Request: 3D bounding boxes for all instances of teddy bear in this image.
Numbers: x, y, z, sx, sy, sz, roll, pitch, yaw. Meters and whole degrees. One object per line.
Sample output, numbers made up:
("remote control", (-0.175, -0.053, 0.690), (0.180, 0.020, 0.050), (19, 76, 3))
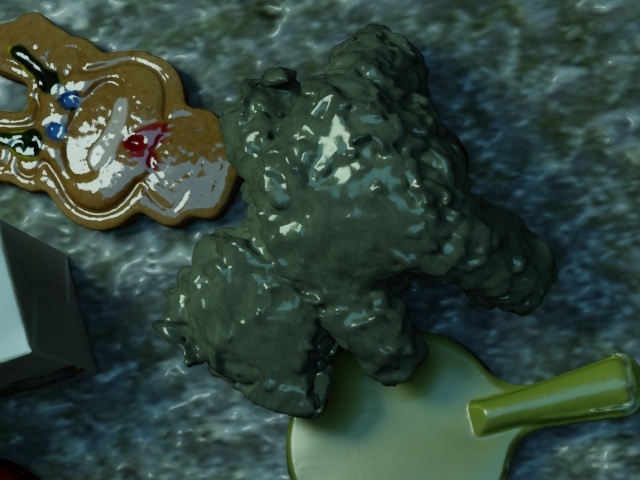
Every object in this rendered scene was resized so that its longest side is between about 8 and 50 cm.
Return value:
("teddy bear", (0.000, 0.000, 1.665), (0.367, 0.224, 0.357), (-38, 75, 17))

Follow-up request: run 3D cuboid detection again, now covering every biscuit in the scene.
("biscuit", (-0.239, -0.117, 1.786), (0.333, 0.047, 0.202), (23, 84, 13))

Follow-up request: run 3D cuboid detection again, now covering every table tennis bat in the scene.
("table tennis bat", (0.141, 0.183, 1.659), (0.368, 0.054, 0.224), (-17, 72, 10))

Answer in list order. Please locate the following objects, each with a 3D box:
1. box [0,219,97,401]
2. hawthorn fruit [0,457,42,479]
("box", (-0.429, 0.111, 1.682), (0.341, 0.225, 0.143), (-18, 78, 6))
("hawthorn fruit", (-0.356, 0.318, 1.620), (0.215, 0.249, 0.215), (-4, 81, 28))
